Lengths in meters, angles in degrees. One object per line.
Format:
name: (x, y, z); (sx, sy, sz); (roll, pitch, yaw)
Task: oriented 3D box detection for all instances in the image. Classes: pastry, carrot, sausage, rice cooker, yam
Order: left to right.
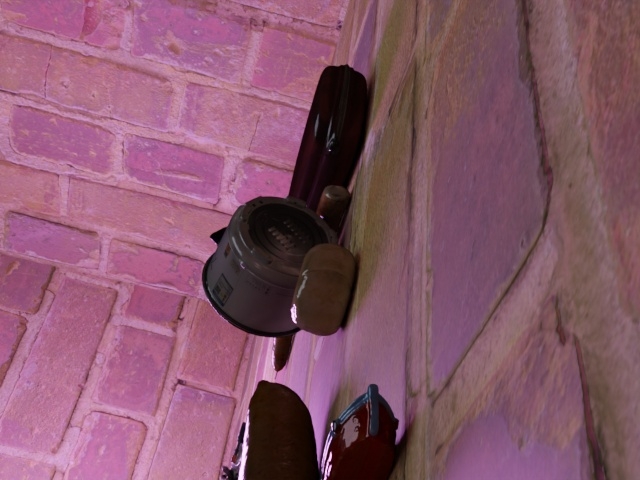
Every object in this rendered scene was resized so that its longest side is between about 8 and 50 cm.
rice cooker: (-0.097, 0.055, 1.641); (0.241, 0.280, 0.227); (-35, -19, -47)
sausage: (-0.068, 0.374, 1.200); (0.123, 0.136, 0.501); (-45, 16, 21)
carrot: (-0.092, 0.218, 2.125); (0.078, 0.078, 0.298); (-98, 18, -74)
yam: (0.000, 0.000, 1.752); (0.300, 0.066, 0.066); (111, 170, -45)
pastry: (0.004, 0.080, 1.396); (0.156, 0.092, 0.156); (18, -90, -90)

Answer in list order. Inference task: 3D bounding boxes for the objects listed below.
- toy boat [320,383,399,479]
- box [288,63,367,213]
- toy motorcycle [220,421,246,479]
toy boat: (0.038, 0.215, 0.859); (0.059, 0.069, 0.173); (-96, 14, -49)
box: (0.009, -0.187, 1.838); (0.404, 0.108, 0.263); (110, 171, -50)
toy motorcycle: (-0.174, 0.523, 2.050); (0.150, 0.102, 0.221); (-65, -4, -45)
